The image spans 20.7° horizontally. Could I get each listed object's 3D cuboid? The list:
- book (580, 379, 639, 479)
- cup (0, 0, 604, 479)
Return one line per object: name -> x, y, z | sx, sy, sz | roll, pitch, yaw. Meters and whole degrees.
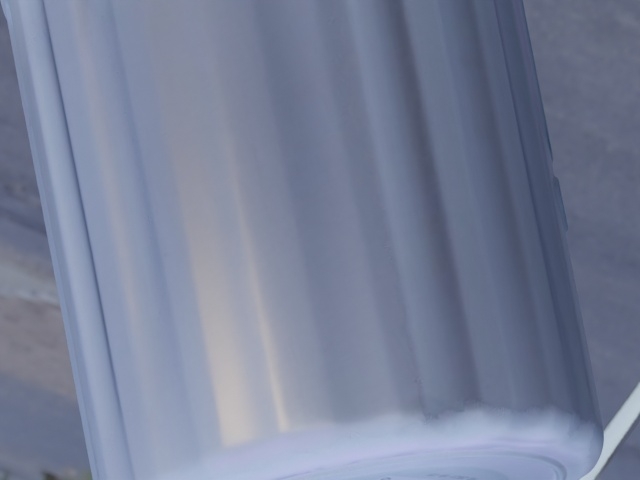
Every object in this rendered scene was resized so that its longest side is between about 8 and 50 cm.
book -> 0.277, 0.098, 1.402 | 0.021, 0.310, 0.217 | 35, 130, 12
cup -> 0.010, -0.006, 0.560 | 0.167, 0.202, 0.221 | -25, 154, 32
